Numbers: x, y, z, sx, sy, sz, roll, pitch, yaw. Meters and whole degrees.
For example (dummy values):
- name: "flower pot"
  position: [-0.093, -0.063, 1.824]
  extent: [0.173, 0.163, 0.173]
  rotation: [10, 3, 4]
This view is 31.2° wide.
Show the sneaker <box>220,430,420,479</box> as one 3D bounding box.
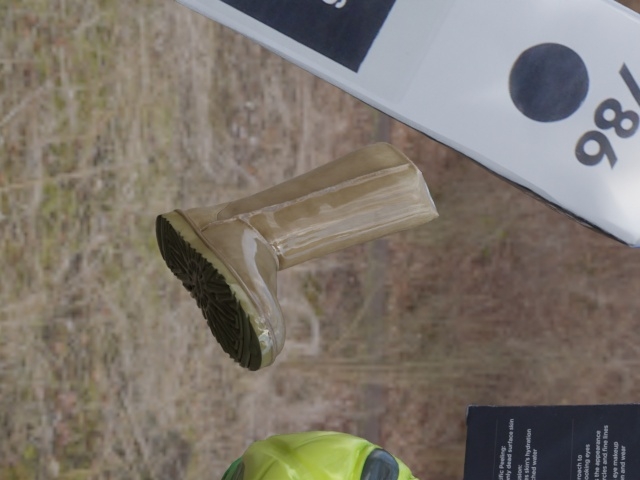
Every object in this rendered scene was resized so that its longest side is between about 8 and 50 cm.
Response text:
- name: "sneaker"
  position: [0.043, 0.213, 0.536]
  extent: [0.295, 0.109, 0.123]
  rotation: [66, -21, -10]

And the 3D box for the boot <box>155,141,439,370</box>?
- name: "boot"
  position: [0.000, 0.000, 1.134]
  extent: [0.236, 0.270, 0.089]
  rotation: [50, -31, 41]

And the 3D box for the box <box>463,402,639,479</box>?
- name: "box"
  position: [0.202, 0.222, 0.943]
  extent: [0.093, 0.158, 0.156]
  rotation: [44, 48, -53]

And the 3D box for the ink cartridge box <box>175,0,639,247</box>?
- name: "ink cartridge box"
  position: [0.020, -0.076, 0.387]
  extent: [0.065, 0.333, 0.165]
  rotation: [-63, 178, 7]
